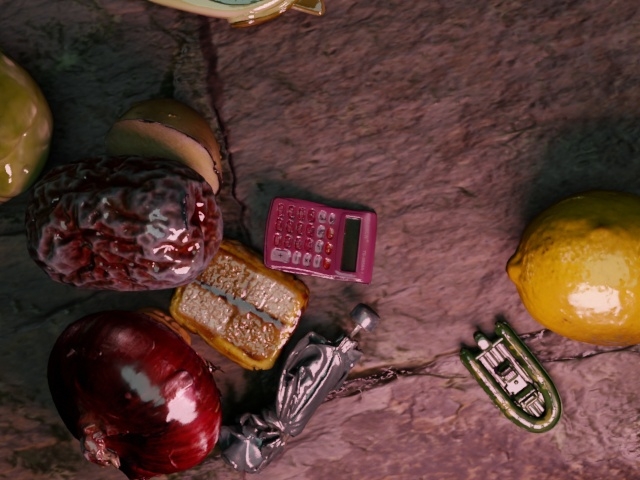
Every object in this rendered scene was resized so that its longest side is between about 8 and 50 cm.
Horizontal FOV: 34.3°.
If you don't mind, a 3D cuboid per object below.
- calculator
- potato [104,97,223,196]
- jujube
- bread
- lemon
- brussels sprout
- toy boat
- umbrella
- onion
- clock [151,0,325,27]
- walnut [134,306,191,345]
[{"bbox_3d":[0.000,0.000,1.714,0.191,0.034,0.126,10,79,-13],"label":"calculator"},{"bbox_3d":[-0.238,-0.166,1.686,0.202,0.182,0.117,22,54,-8],"label":"potato"},{"bbox_3d":[-0.308,-0.027,1.630,0.317,0.226,0.226,-3,97,28],"label":"jujube"},{"bbox_3d":[-0.139,0.102,1.725,0.222,0.096,0.181,31,94,-2],"label":"bread"},{"bbox_3d":[0.443,0.043,1.625,0.284,0.260,0.260,11,97,24],"label":"lemon"},{"bbox_3d":[-0.560,-0.176,1.629,0.274,0.242,0.316,8,98,6],"label":"brussels sprout"},{"bbox_3d":[0.326,0.234,1.747,0.104,0.052,0.210,-38,93,3],"label":"toy boat"},{"bbox_3d":[-0.032,0.241,1.725,0.094,0.143,0.349,40,95,22],"label":"umbrella"},{"bbox_3d":[-0.311,0.254,1.658,0.314,0.232,0.314,23,134,26],"label":"onion"},{"bbox_3d":[-0.134,-0.482,1.645,0.348,0.117,0.286,20,96,-2],"label":"clock"},{"bbox_3d":[-0.265,0.151,1.750,0.121,0.052,0.091,36,134,-1],"label":"walnut"}]
